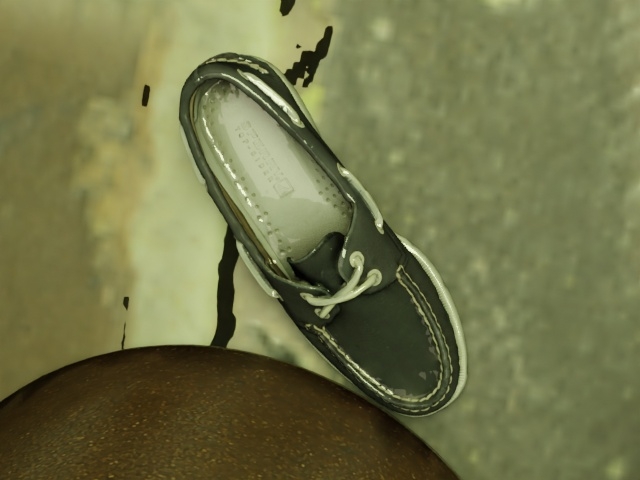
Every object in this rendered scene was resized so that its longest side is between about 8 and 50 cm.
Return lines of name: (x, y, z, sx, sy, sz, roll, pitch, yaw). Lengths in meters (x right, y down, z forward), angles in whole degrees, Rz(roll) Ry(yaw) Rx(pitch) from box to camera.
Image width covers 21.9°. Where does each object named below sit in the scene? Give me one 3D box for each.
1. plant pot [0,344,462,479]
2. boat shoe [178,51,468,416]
plant pot: (-0.062, 0.160, 0.414, 0.215, 0.230, 0.215, 3, 102, 13)
boat shoe: (0.000, 0.000, 0.486, 0.046, 0.038, 0.125, -30, 91, 12)
